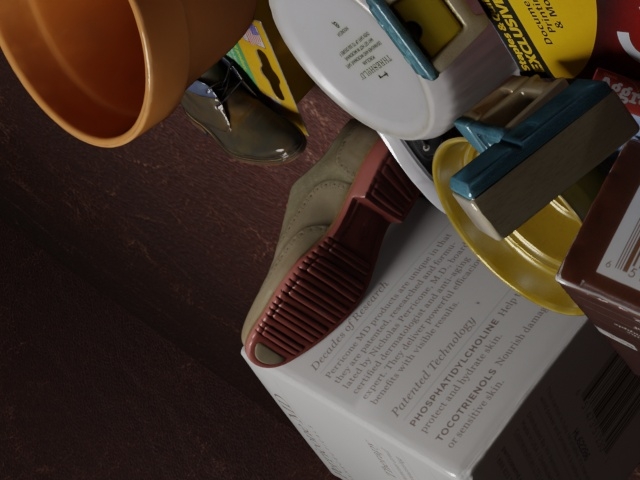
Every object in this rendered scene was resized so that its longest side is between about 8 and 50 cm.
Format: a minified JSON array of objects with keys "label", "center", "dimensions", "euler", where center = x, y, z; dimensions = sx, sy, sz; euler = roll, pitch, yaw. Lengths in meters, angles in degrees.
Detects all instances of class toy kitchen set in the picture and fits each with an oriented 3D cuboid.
[{"label":"toy kitchen set","center":[0.102,-0.115,0.806],"dimensions":[0.166,0.122,0.207],"euler":[51,180,-13]}]

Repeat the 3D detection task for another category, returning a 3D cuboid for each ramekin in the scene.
[{"label":"ramekin","center":[0.067,-0.217,1.069],"dimensions":[0.273,0.127,0.273],"euler":[40,163,15]}]

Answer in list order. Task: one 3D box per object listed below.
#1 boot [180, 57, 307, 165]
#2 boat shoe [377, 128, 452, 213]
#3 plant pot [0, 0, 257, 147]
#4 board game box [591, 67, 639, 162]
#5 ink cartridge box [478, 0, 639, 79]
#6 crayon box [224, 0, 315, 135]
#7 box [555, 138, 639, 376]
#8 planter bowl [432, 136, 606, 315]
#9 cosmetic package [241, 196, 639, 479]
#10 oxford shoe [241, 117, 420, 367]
[{"label":"boot","center":[-0.114,-0.166,1.365],"dimensions":[0.219,0.082,0.106],"euler":[27,159,38]},{"label":"boat shoe","center":[0.112,-0.134,1.280],"dimensions":[0.228,0.076,0.080],"euler":[53,-164,-15]},{"label":"plant pot","center":[-0.206,-0.273,1.199],"dimensions":[0.291,0.203,0.291],"euler":[30,137,33]},{"label":"board game box","center":[0.291,-0.080,0.910],"dimensions":[0.145,0.027,0.281],"euler":[23,-178,13]},{"label":"ink cartridge box","center":[0.160,-0.272,0.802],"dimensions":[0.272,0.130,0.309],"euler":[13,147,55]},{"label":"crayon box","center":[-0.135,-0.277,1.413],"dimensions":[0.323,0.083,0.203],"euler":[28,157,34]},{"label":"box","center":[0.357,0.064,0.979],"dimensions":[0.191,0.143,0.381],"euler":[26,176,31]},{"label":"planter bowl","center":[0.217,-0.038,1.071],"dimensions":[0.217,0.090,0.217],"euler":[42,160,19]},{"label":"cosmetic package","center":[0.185,0.190,1.458],"dimensions":[0.393,0.327,0.329],"euler":[23,154,44]},{"label":"oxford shoe","center":[0.000,0.000,1.390],"dimensions":[0.130,0.348,0.123],"euler":[30,171,43]}]
